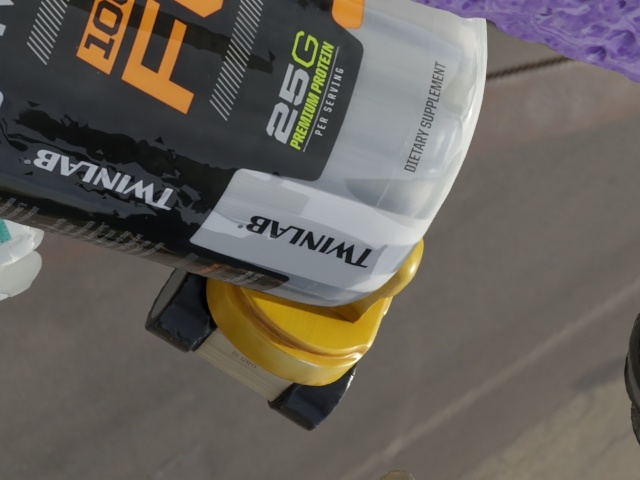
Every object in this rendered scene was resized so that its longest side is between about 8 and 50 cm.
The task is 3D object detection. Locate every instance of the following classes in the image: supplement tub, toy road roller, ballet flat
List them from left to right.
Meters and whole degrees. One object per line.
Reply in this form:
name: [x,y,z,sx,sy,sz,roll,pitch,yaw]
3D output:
ballet flat: [-0.326,0.000,1.481,0.139,0.139,0.400,-34,-178,-15]
supplement tub: [-0.101,-0.096,0.704,0.316,0.193,0.193,16,112,-24]
toy road roller: [0.000,0.000,1.507,0.202,0.329,0.240,34,134,-11]

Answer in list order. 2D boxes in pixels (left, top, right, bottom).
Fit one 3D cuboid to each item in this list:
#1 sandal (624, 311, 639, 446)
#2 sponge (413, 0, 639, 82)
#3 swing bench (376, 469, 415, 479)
sandal: [0.215,0.079,0.734,0.168,0.446,0.107,-18,101,18]
sponge: [0.103,-0.077,0.365,0.210,0.031,0.117,15,151,-22]
swing bench: [-0.013,0.292,0.797,0.165,0.253,0.254,-17,163,-32]
